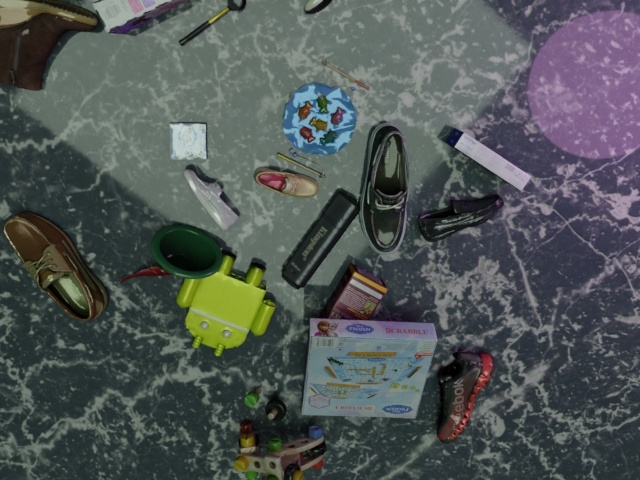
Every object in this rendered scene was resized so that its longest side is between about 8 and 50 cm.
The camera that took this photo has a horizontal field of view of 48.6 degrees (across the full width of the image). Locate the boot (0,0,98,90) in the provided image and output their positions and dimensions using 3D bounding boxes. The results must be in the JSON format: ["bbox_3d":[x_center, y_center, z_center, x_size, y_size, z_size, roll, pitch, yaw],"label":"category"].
[{"bbox_3d":[-0.649,-0.453,1.656,0.248,0.090,0.207,9,116,-7],"label":"boot"}]

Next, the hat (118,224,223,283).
[{"bbox_3d":[-0.366,0.078,1.807,0.208,0.173,0.184,40,132,16],"label":"hat"}]

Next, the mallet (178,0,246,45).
[{"bbox_3d":[-0.255,-0.515,1.659,0.189,0.062,0.039,-34,106,6],"label":"mallet"}]

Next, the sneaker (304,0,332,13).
[{"bbox_3d":[0.010,-0.607,1.662,0.161,0.057,0.075,-43,87,9],"label":"sneaker"}]

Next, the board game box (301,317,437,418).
[{"bbox_3d":[0.116,0.338,1.847,0.318,0.066,0.318,4,129,-5],"label":"board game box"}]

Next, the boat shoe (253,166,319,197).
[{"bbox_3d":[-0.086,-0.139,1.771,0.169,0.059,0.063,11,104,-6],"label":"boat shoe"}]

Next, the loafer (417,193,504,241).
[{"bbox_3d":[0.357,-0.070,1.809,0.223,0.076,0.078,-23,113,6],"label":"loafer"}]

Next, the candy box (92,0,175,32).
[{"bbox_3d":[-0.392,-0.538,1.591,0.196,0.165,0.070,-26,105,4],"label":"candy box"}]

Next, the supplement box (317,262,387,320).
[{"bbox_3d":[0.079,0.170,1.853,0.104,0.081,0.188,29,101,-11],"label":"supplement box"}]

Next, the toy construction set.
[{"bbox_3d":[-0.145,0.606,1.853,0.257,0.237,0.309,23,112,9],"label":"toy construction set"}]

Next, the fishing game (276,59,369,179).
[{"bbox_3d":[-0.001,-0.298,1.746,0.189,0.041,0.264,29,101,-13],"label":"fishing game"}]

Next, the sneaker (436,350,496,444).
[{"bbox_3d":[0.363,0.419,1.929,0.135,0.098,0.276,21,101,-9],"label":"sneaker"}]

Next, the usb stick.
[{"bbox_3d":[0.000,0.000,1.815,0.077,0.045,0.278,39,101,15],"label":"usb stick"}]

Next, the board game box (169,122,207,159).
[{"bbox_3d":[-0.326,-0.244,1.748,0.089,0.020,0.090,0,105,-4],"label":"board game box"}]

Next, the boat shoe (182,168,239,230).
[{"bbox_3d":[-0.270,-0.110,1.767,0.063,0.066,0.184,-37,103,-5],"label":"boat shoe"}]

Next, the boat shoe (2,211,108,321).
[{"bbox_3d":[-0.655,0.069,1.760,0.122,0.120,0.324,-39,104,7],"label":"boat shoe"}]

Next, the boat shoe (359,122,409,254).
[{"bbox_3d":[0.158,-0.119,1.761,0.121,0.119,0.336,-4,105,-3],"label":"boat shoe"}]

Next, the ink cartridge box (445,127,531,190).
[{"bbox_3d":[0.416,-0.203,1.766,0.207,0.097,0.046,31,101,-11],"label":"ink cartridge box"}]

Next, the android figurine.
[{"bbox_3d":[-0.249,0.171,1.848,0.248,0.056,0.273,24,100,-10],"label":"android figurine"}]
